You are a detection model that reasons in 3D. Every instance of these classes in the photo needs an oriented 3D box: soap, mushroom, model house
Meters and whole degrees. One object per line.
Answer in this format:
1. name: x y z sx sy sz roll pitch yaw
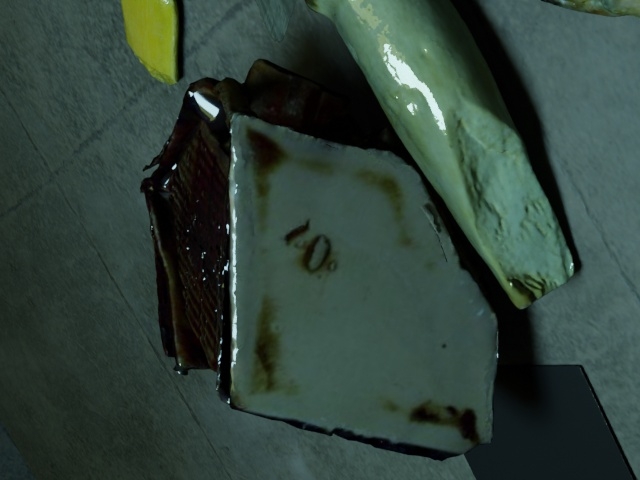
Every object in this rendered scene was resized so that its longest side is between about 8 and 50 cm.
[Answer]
1. soap: -0.174 -0.217 1.472 0.089 0.033 0.168 42 149 33
2. mushroom: 0.098 -0.099 1.094 0.333 0.087 0.107 58 169 -4
3. model house: 0.000 0.000 1.260 0.282 0.317 0.297 -134 60 -65

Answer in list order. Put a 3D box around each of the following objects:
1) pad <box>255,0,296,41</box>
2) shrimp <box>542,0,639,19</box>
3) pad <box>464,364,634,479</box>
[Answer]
1. pad: -0.065 -0.329 1.072 0.323 0.055 0.250 78 171 -67
2. shrimp: 0.124 -0.243 0.935 0.365 0.071 0.233 7 130 50
3. pad: 0.196 0.190 1.311 0.245 0.006 0.170 -11 107 60
